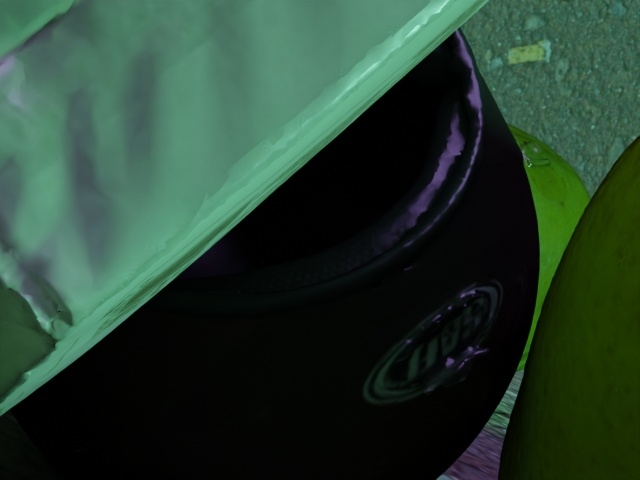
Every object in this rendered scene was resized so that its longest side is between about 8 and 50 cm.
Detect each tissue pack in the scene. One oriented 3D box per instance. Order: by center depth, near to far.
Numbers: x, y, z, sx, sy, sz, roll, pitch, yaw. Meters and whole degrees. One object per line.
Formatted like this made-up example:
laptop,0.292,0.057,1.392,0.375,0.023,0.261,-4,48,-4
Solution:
tissue pack,-0.045,-0.064,0.489,0.124,0.225,0.185,49,-27,-4

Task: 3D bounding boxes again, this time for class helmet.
helmet,-0.024,0.007,0.666,0.216,0.189,0.193,5,-53,60

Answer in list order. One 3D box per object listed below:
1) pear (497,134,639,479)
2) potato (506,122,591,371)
pear,0.152,0.034,0.586,0.267,0.267,0.178,35,-31,54
potato,0.072,-0.001,1.245,0.253,0.148,0.186,-8,66,-37
